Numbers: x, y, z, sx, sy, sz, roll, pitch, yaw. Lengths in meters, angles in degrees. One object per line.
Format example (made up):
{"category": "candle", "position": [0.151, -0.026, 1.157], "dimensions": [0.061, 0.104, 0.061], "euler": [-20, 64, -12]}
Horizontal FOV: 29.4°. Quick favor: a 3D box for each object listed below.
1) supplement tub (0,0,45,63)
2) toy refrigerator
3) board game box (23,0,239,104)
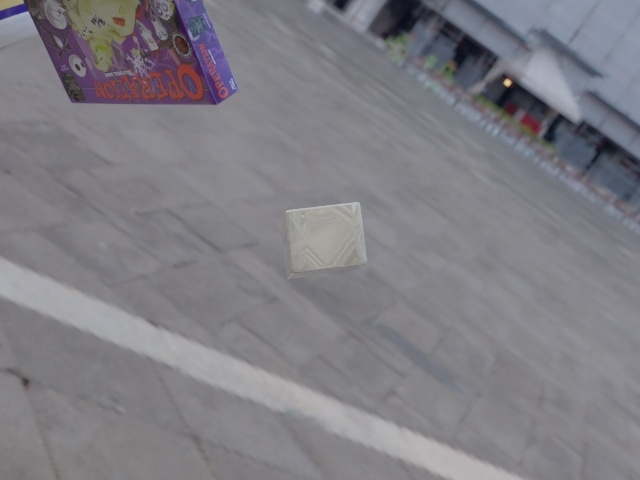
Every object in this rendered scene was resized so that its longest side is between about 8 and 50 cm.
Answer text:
{"category": "supplement tub", "position": [-0.549, -0.469, 1.992], "dimensions": [0.241, 0.241, 0.331], "euler": [-52, 123, -80]}
{"category": "toy refrigerator", "position": [0.000, 0.000, 1.737], "dimensions": [0.102, 0.094, 0.269], "euler": [-7, -4, -3]}
{"category": "board game box", "position": [-0.265, -0.279, 1.607], "dimensions": [0.347, 0.056, 0.208], "euler": [6, -49, 47]}
